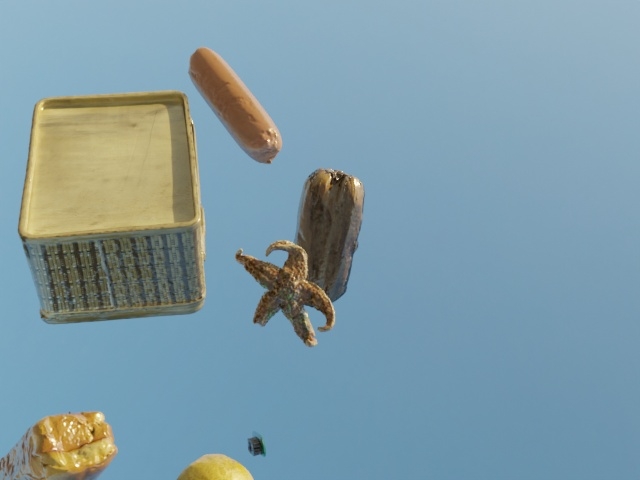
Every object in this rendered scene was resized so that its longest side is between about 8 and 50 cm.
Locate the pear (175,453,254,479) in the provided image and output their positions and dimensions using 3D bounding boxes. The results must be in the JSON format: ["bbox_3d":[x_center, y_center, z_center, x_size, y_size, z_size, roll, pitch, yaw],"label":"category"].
[{"bbox_3d":[-0.196,0.496,1.517,0.178,0.178,0.178,-16,-127,22],"label":"pear"}]

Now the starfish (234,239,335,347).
[{"bbox_3d":[-0.062,0.084,1.365,0.210,0.053,0.150,36,-101,7],"label":"starfish"}]

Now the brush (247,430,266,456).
[{"bbox_3d":[-0.135,0.411,1.637,0.032,0.193,0.043,-9,-97,-13],"label":"brush"}]

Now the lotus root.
[{"bbox_3d":[0.000,0.001,1.845,0.167,0.078,0.329,11,-79,24],"label":"lotus root"}]

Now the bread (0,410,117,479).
[{"bbox_3d":[-0.576,0.494,1.756,0.344,0.195,0.148,-44,-124,42],"label":"bread"}]

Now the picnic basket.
[{"bbox_3d":[-0.275,-0.052,1.116,0.228,0.175,0.313,-5,-135,-9],"label":"picnic basket"}]

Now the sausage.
[{"bbox_3d":[-0.171,-0.267,1.600,0.086,0.086,0.289,-39,-112,2],"label":"sausage"}]
